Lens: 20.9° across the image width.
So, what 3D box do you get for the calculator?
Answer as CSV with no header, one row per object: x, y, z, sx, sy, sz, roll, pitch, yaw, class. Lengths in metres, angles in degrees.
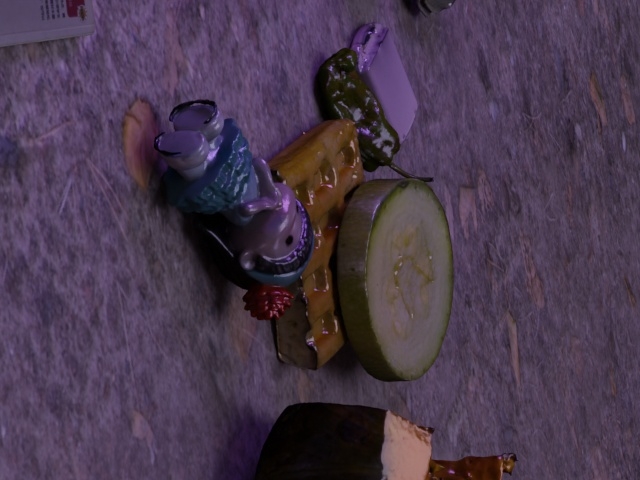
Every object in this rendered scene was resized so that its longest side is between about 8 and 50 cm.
0.083,-0.199,2.243,0.175,0.032,0.100,66,35,-35,calculator

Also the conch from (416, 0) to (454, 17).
0.155,-0.388,2.363,0.207,0.130,0.155,-87,-164,-62,conch

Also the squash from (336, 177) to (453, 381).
0.094,0.047,2.106,0.252,0.049,0.252,7,82,-63,squash

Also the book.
-0.283,-0.257,1.562,0.232,0.022,0.162,-22,109,-61,book

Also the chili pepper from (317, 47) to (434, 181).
0.053,-0.138,2.142,0.072,0.073,0.204,-43,115,-34,chili pepper

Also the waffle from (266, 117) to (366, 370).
0.000,0.000,2.041,0.221,0.055,0.248,-39,122,-58,waffle

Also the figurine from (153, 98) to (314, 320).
-0.093,-0.034,1.822,0.245,0.110,0.138,54,51,-41,figurine

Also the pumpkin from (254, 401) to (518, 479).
0.057,0.308,1.913,0.303,0.256,0.225,28,65,-32,pumpkin
